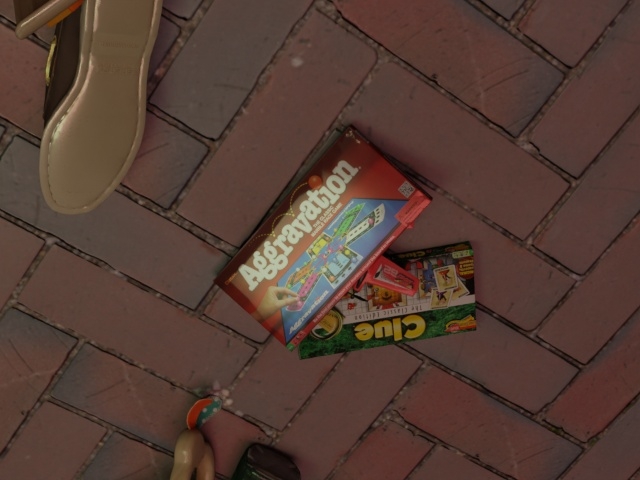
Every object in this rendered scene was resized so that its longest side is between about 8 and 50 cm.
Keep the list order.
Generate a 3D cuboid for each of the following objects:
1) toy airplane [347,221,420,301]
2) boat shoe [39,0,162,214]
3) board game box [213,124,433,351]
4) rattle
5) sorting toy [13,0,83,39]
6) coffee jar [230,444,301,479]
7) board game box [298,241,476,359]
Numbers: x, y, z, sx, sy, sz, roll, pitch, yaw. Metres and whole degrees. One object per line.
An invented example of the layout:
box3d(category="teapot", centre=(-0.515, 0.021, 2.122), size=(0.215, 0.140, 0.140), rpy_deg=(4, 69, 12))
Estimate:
box3d(category="toy airplane", centre=(0.071, 0.010, 1.324), size=(0.151, 0.028, 0.151), rpy_deg=(1, 96, 5))
box3d(category="boat shoe", centre=(-0.266, -0.188, 1.157), size=(0.116, 0.097, 0.324), rpy_deg=(2, 119, -32))
box3d(category="board game box", centre=(0.000, 0.000, 1.301), size=(0.145, 0.027, 0.281), rpy_deg=(42, 106, 1))
box3d(category="rattle", centre=(-0.221, 0.313, 1.436), size=(0.142, 0.130, 0.200), rpy_deg=(8, 108, 32))
box3d(category="sorting toy", centre=(-0.242, -0.304, 1.039), size=(0.193, 0.208, 0.038), rpy_deg=(-33, 129, 8))
box3d(category="coffee jar", centre=(-0.111, 0.403, 1.485), size=(0.096, 0.079, 0.184), rpy_deg=(30, 109, -5))
box3d(category="board game box", centre=(0.089, 0.086, 1.387), size=(0.259, 0.030, 0.136), rpy_deg=(-10, 120, -3))
